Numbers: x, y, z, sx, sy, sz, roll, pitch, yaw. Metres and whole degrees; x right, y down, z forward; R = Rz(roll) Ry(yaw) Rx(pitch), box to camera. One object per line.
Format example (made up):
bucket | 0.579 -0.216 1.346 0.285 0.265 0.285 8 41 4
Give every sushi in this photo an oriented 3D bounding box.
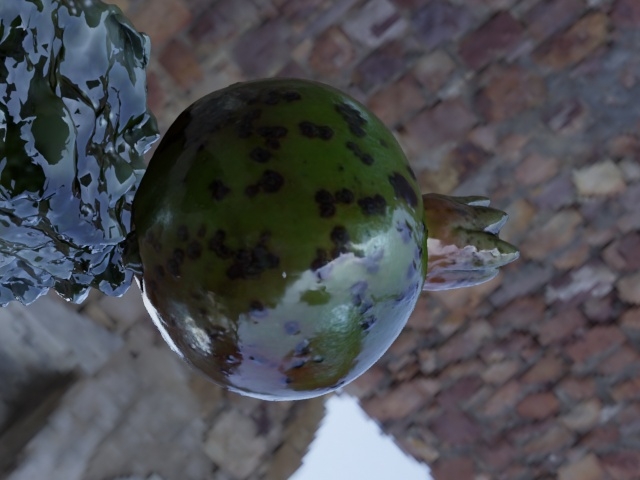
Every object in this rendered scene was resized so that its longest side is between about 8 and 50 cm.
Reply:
sushi | -0.255 -0.076 0.920 0.294 0.352 0.178 1 -109 18

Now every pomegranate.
pomegranate | 0.000 0.000 0.759 0.205 0.159 0.159 1 172 -26
